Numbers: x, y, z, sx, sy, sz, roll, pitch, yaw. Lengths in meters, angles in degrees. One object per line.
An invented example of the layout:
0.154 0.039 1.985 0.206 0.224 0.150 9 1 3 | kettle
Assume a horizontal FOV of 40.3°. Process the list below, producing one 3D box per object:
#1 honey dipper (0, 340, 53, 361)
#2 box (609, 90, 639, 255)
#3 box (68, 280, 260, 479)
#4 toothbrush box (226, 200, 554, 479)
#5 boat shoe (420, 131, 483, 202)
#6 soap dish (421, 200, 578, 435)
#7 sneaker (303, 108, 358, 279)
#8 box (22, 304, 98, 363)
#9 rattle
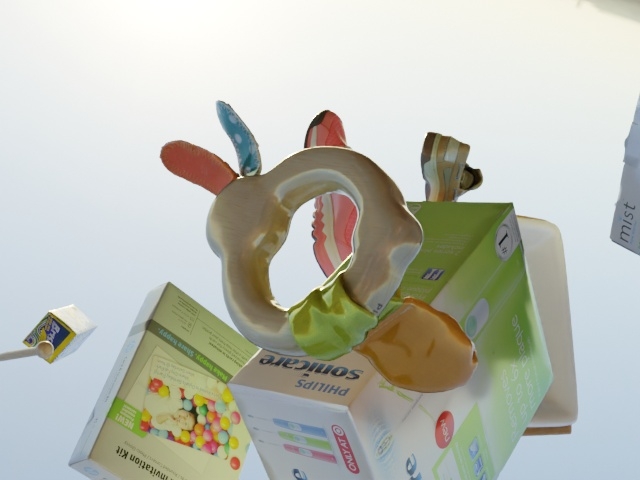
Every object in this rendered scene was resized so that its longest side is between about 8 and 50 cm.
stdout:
-0.336 0.124 0.927 0.161 0.030 0.030 -10 179 38 | honey dipper
0.457 -0.079 0.942 0.127 0.261 0.231 -14 -149 -27 | box
-0.125 0.152 0.790 0.145 0.038 0.186 41 -133 -25 | box
0.079 0.121 0.749 0.122 0.206 0.283 4 -146 39 | toothbrush box
0.174 -0.078 1.130 0.072 0.068 0.190 8 166 15 | boat shoe
0.213 0.107 1.128 0.229 0.290 0.118 6 164 -32 | soap dish
0.057 -0.082 1.450 0.136 0.313 0.116 -13 155 15 | sneaker
-0.385 0.138 1.305 0.054 0.059 0.169 41 177 -3 | box
0.000 0.000 0.552 0.143 0.130 0.200 8 -164 -42 | rattle
